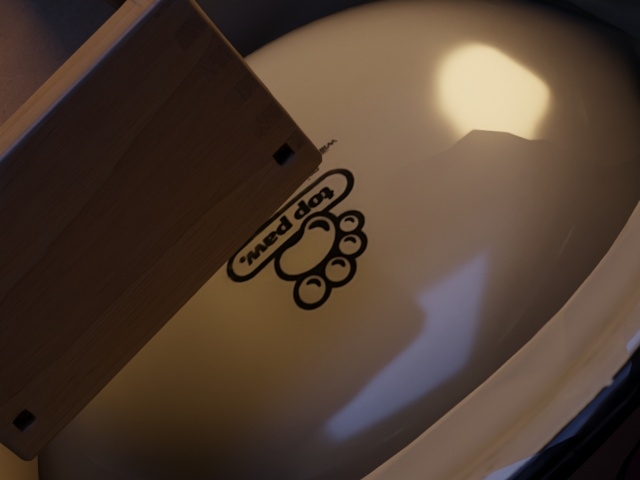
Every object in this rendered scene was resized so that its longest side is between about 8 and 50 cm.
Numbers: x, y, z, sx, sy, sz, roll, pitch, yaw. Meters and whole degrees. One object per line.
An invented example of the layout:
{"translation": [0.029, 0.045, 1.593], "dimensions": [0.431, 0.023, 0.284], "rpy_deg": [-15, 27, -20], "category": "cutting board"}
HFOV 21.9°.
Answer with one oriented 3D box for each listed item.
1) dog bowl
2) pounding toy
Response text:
{"translation": [0.000, 0.000, 0.607], "dimensions": [0.408, 0.150, 0.408], "rpy_deg": [-20, 44, 21], "category": "dog bowl"}
{"translation": [-0.079, -0.063, 0.536], "dimensions": [0.206, 0.094, 0.181], "rpy_deg": [-46, 41, -6], "category": "pounding toy"}
